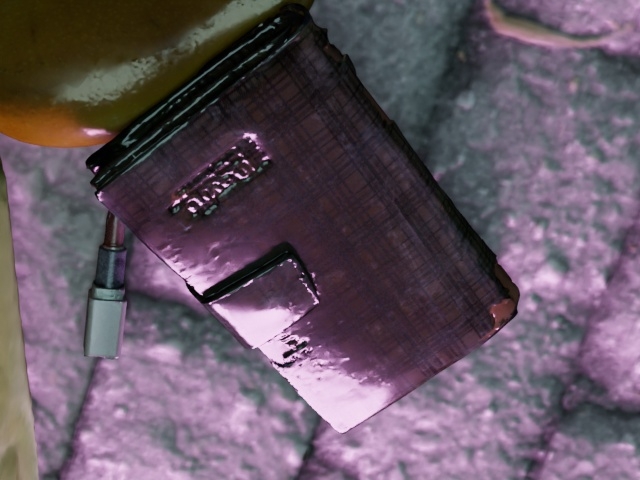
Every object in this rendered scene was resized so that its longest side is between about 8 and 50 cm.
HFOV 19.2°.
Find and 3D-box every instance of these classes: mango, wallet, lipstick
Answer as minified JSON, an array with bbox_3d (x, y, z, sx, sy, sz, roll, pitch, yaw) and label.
[{"bbox_3d":[-0.112,-0.133,1.143,0.227,0.136,0.099,-21,148,4],"label":"mango"},{"bbox_3d":[0.000,0.000,1.202,0.169,0.044,0.317,-36,135,4],"label":"wallet"},{"bbox_3d":[-0.141,0.025,1.261,0.025,0.025,0.107,4,105,-10],"label":"lipstick"}]

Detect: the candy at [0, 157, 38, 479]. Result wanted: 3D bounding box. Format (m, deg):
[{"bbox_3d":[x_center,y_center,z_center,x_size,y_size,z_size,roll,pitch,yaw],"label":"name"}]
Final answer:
[{"bbox_3d":[-0.250,0.096,1.213,0.132,0.142,0.344,-11,114,-18],"label":"candy"}]
